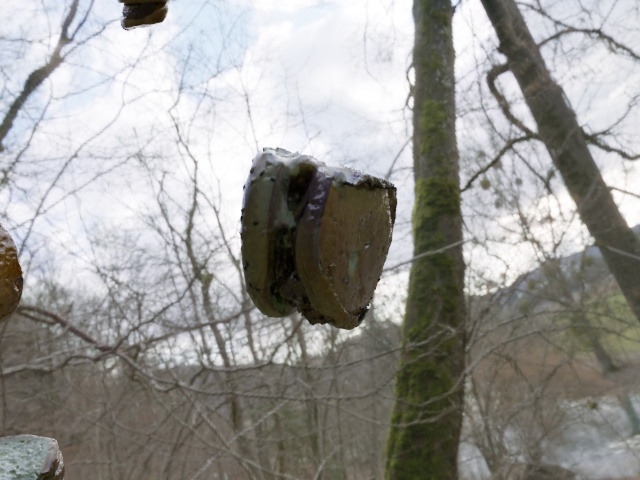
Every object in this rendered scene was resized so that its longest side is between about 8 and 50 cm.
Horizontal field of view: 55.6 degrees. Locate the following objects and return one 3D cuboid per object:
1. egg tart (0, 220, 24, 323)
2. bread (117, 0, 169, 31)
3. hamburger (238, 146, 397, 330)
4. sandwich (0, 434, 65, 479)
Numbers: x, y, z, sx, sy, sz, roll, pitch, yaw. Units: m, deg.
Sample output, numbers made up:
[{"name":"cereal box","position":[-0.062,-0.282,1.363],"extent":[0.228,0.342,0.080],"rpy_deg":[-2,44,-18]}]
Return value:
[{"name":"egg tart","position":[-0.446,0.047,0.700],"extent":[0.203,0.202,0.147],"rpy_deg":[-29,-8,33]},{"name":"bread","position":[-0.290,-0.463,1.031],"extent":[0.081,0.134,0.225],"rpy_deg":[12,-75,-36]},{"name":"hamburger","position":[0.000,0.000,0.981],"extent":[0.195,0.276,0.318],"rpy_deg":[11,0,22]},{"name":"sandwich","position":[-0.602,0.469,1.057],"extent":[0.254,0.099,0.288],"rpy_deg":[0,25,-5]}]
